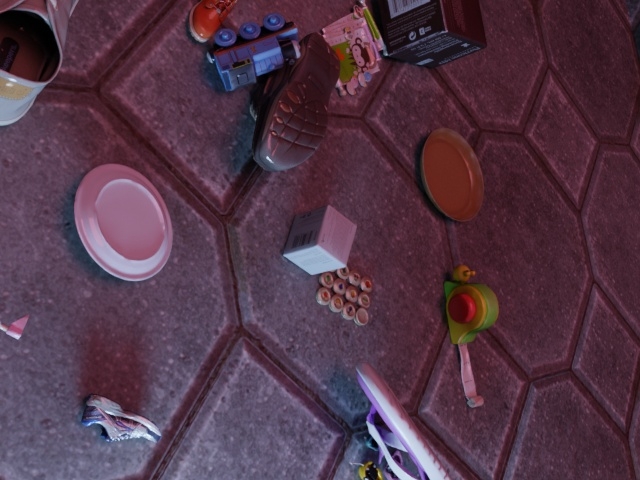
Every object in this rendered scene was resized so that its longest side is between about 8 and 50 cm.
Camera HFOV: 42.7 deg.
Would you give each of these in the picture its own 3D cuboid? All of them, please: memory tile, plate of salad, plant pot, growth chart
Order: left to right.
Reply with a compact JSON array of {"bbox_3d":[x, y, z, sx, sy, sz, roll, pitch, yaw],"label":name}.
[{"bbox_3d":[-0.326,-0.028,1.347,0.200,0.048,0.199,28,53,-45],"label":"plate of salad"},{"bbox_3d":[0.052,0.103,1.695,0.148,0.012,0.113,31,58,-34],"label":"memory tile"},{"bbox_3d":[0.076,-0.437,1.870,0.237,0.021,0.172,-46,111,-41],"label":"growth chart"},{"bbox_3d":[0.317,-0.159,2.012,0.236,0.032,0.236,14,69,-41],"label":"plant pot"}]

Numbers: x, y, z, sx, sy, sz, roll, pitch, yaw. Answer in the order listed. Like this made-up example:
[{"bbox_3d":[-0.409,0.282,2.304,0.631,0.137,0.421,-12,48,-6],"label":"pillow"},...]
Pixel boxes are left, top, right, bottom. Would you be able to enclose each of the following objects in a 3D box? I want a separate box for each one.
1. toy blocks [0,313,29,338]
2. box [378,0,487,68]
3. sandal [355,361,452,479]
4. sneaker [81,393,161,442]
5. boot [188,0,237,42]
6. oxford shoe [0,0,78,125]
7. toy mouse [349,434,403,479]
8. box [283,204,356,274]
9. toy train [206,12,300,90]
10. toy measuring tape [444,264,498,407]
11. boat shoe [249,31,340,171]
[{"bbox_3d":[-0.507,0.141,0.936,0.260,0.309,0.288,36,56,-24],"label":"toy blocks"},{"bbox_3d":[0.268,-0.530,1.962,0.203,0.169,0.166,-1,78,-51],"label":"box"},{"bbox_3d":[0.166,0.422,1.597,0.102,0.169,0.416,-34,107,-2],"label":"sandal"},{"bbox_3d":[-0.312,0.290,1.273,0.135,0.052,0.058,34,67,-24],"label":"sneaker"},{"bbox_3d":[-0.197,-0.449,1.567,0.059,0.085,0.157,40,55,-31],"label":"boot"},{"bbox_3d":[-0.451,-0.389,1.275,0.169,0.130,0.449,23,61,-34],"label":"oxford shoe"},{"bbox_3d":[0.125,0.435,1.655,0.161,0.031,0.143,49,50,-23],"label":"toy mouse"},{"bbox_3d":[0.000,0.000,1.611,0.087,0.101,0.101,37,55,-31],"label":"box"},{"bbox_3d":[-0.122,-0.361,1.565,0.184,0.080,0.105,-20,67,-7],"label":"toy train"},{"bbox_3d":[0.363,0.216,1.891,0.121,0.121,0.330,-2,80,-44],"label":"toy measuring tape"},{"bbox_3d":[-0.063,-0.259,1.609,0.132,0.130,0.355,48,44,-28],"label":"boat shoe"}]
